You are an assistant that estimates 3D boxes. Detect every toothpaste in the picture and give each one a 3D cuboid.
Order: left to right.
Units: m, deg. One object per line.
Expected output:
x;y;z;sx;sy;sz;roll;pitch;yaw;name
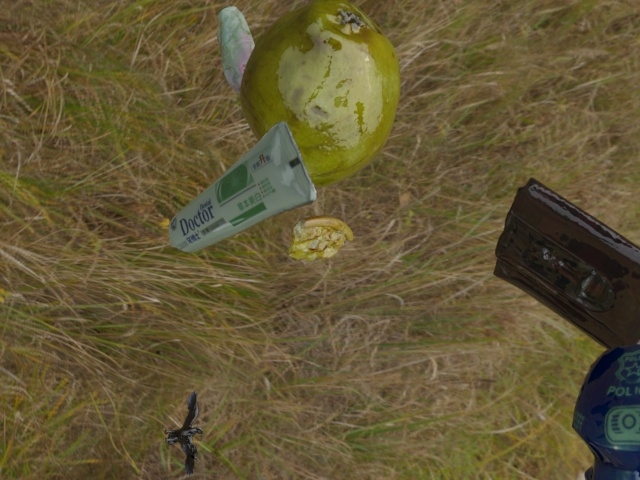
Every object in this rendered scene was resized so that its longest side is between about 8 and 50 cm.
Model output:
-0.077;-0.029;0.528;0.041;0.218;0.064;-20;87;-40;toothpaste

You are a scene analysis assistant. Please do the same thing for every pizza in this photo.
0.000;0.000;1.096;0.099;0.036;0.160;-51;147;14;pizza

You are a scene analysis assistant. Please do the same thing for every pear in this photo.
0.000;-0.225;0.989;0.269;0.321;0.268;5;66;-12;pear

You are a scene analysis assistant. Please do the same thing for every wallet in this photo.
0.336;0.043;0.820;0.049;0.229;0.181;-30;142;-28;wallet

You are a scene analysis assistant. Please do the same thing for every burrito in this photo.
-0.189;-0.427;1.469;0.089;0.143;0.228;-14;54;-10;burrito

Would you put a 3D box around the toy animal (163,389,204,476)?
-0.344;0.489;1.584;0.108;0.062;0.220;-12;54;3;toy animal

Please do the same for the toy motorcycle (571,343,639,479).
0.270;0.150;0.418;0.331;0.125;0.196;-8;84;-42;toy motorcycle
